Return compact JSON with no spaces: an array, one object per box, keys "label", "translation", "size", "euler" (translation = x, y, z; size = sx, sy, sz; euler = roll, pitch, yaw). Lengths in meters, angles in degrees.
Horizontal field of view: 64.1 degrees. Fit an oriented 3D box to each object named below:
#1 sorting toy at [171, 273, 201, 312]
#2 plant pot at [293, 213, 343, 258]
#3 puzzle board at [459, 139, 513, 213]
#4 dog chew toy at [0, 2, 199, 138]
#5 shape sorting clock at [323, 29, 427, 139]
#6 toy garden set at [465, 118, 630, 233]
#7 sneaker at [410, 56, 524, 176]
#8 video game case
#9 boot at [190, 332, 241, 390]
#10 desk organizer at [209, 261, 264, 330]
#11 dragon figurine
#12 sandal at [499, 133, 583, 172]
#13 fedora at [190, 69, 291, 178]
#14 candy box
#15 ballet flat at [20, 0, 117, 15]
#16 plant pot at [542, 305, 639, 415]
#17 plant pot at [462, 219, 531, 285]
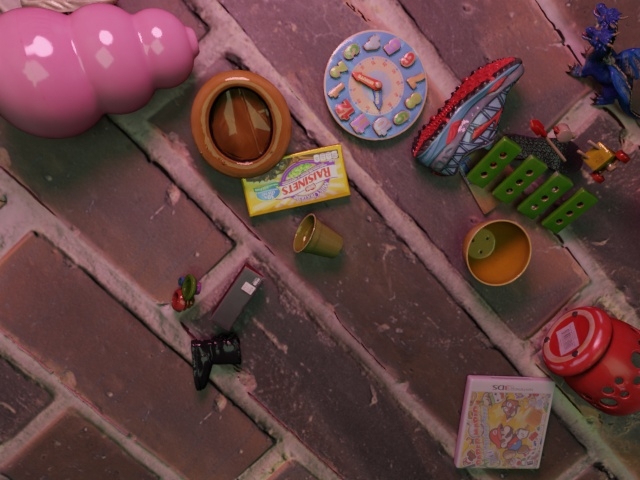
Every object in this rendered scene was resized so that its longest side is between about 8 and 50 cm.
[{"label":"sorting toy","translation":[-0.258,0.102,1.016],"size":[0.042,0.061,0.102],"euler":[12,140,-37]},{"label":"plant pot","translation":[0.000,0.000,1.020],"size":[0.079,0.083,0.083],"euler":[25,98,-23]},{"label":"puzzle board","translation":[0.349,-0.133,1.062],"size":[0.096,0.011,0.128],"euler":[-34,103,2]},{"label":"dog chew toy","translation":[-0.369,-0.295,0.850],"size":[0.332,0.206,0.206],"euler":[-18,104,-10]},{"label":"shape sorting clock","translation":[0.108,-0.297,0.982],"size":[0.207,0.040,0.206],"euler":[-1,103,-7]},{"label":"toy garden set","translation":[0.450,-0.145,1.010],"size":[0.244,0.049,0.203],"euler":[28,128,-15]},{"label":"sneaker","translation":[0.301,-0.236,1.002],"size":[0.125,0.104,0.262],"euler":[38,103,-23]},{"label":"video game case","translation":[0.425,0.423,1.184],"size":[0.207,0.026,0.226],"euler":[4,102,-7]},{"label":"boot","translation":[-0.214,0.251,1.062],"size":[0.099,0.045,0.121],"euler":[-4,102,-9]},{"label":"desk organizer","translation":[-0.168,0.111,1.032],"size":[0.047,0.050,0.130],"euler":[34,96,-12]},{"label":"dragon figurine","translation":[0.576,-0.315,0.981],"size":[0.085,0.144,0.289],"euler":[-45,103,4]},{"label":"sandal","translation":[0.451,-0.183,1.052],"size":[0.179,0.040,0.067],"euler":[13,98,-2]},{"label":"fedora","translation":[-0.146,-0.215,0.950],"size":[0.195,0.079,0.194],"euler":[-2,107,-7]},{"label":"candy box","translation":[-0.050,-0.119,1.009],"size":[0.206,0.027,0.105],"euler":[-13,106,-4]},{"label":"ballet flat","translation":[-0.431,-0.409,0.895],"size":[0.169,0.057,0.052],"euler":[-2,130,-3]},{"label":"plant pot","translation":[0.592,0.244,1.083],"size":[0.174,0.191,0.191],"euler":[36,96,-9]},{"label":"plant pot","translation":[0.346,0.015,1.050],"size":[0.134,0.095,0.134],"euler":[-1,103,-6]}]
